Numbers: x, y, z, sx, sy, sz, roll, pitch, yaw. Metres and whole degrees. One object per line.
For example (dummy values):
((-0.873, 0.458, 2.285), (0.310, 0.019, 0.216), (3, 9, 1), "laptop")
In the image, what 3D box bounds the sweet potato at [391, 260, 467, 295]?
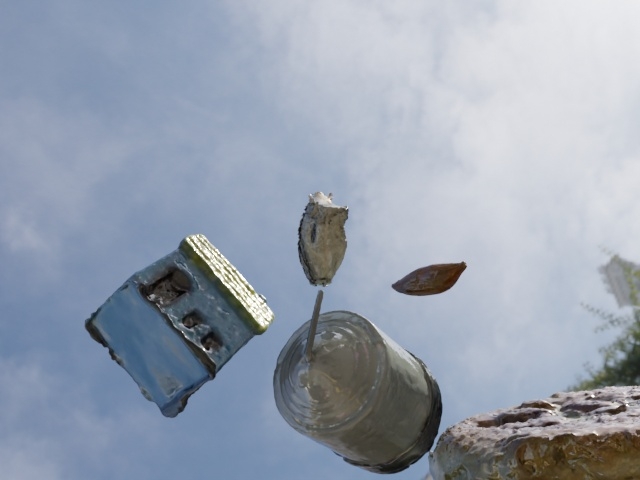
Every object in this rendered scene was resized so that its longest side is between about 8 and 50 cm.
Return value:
((0.117, 0.044, 0.901), (0.034, 0.095, 0.034), (26, -126, -43), "sweet potato")

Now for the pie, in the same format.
((0.233, 0.164, 0.653), (0.315, 0.315, 0.092), (1, -101, -34), "pie")

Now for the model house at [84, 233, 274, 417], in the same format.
((-0.235, 0.138, 1.540), (0.237, 0.215, 0.303), (49, -145, 0), "model house")

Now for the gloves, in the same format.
((-0.003, 0.000, 1.407), (0.070, 0.114, 0.153), (-3, -69, -25), "gloves")

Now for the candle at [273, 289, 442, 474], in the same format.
((0.053, 0.246, 1.367), (0.342, 0.221, 0.221), (40, -106, -49), "candle")
